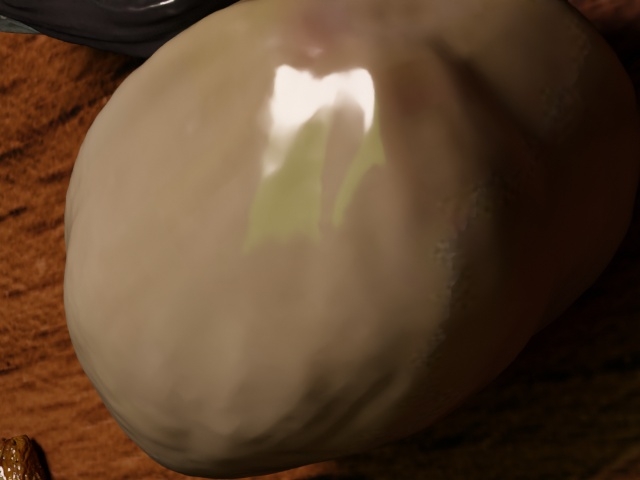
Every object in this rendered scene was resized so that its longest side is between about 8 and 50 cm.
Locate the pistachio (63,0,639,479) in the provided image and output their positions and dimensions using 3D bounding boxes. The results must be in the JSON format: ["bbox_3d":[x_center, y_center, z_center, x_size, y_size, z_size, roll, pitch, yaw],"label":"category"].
[{"bbox_3d":[0.000,0.000,0.656,0.332,0.226,0.208,-48,32,41],"label":"pistachio"}]

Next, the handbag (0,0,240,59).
[{"bbox_3d":[-0.108,-0.178,0.805,0.332,0.191,0.075,14,145,48],"label":"handbag"}]

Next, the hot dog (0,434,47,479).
[{"bbox_3d":[-0.209,0.178,1.032,0.058,0.035,0.083,-44,61,45],"label":"hot dog"}]
